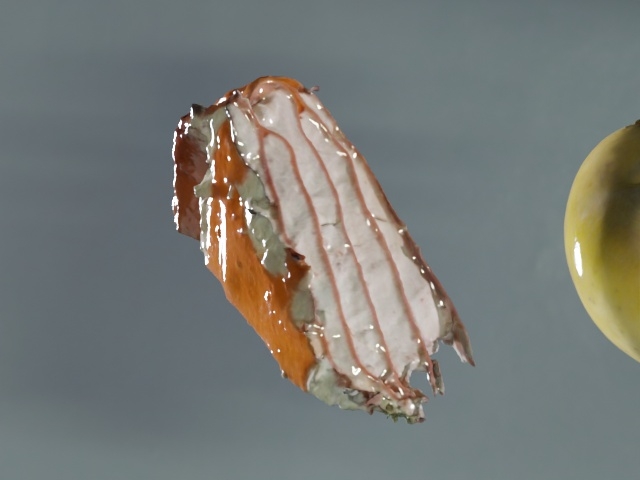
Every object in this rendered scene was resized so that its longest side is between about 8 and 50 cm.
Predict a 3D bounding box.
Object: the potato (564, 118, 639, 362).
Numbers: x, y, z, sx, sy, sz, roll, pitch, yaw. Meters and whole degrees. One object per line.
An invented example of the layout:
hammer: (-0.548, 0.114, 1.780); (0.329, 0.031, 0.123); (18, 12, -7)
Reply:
potato: (0.252, 0.001, 1.198); (0.150, 0.146, 0.234); (-2, 31, 3)

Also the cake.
cake: (-0.005, 0.001, 1.044); (0.098, 0.135, 0.287); (-13, 45, -34)
